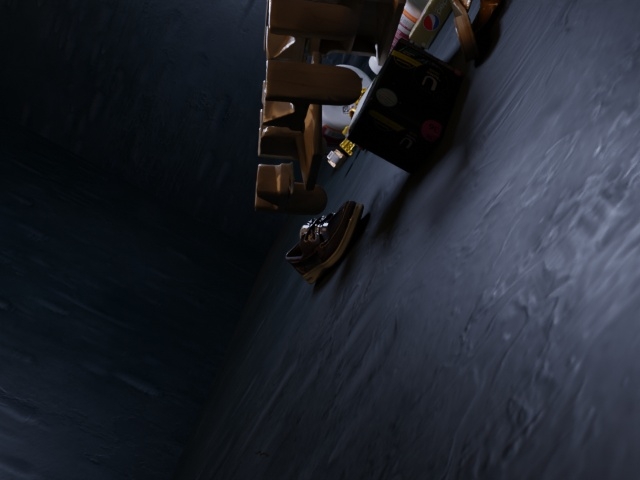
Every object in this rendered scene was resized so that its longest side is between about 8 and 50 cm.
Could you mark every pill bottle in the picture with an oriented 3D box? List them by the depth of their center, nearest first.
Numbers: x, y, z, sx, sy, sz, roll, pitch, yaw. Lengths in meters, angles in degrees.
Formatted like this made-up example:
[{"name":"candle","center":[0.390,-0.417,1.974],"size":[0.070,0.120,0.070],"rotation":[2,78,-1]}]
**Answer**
[{"name":"pill bottle","center":[0.227,-0.559,1.702],"size":[0.221,0.121,0.121],"rotation":[-55,9,45]},{"name":"pill bottle","center":[0.043,-0.431,2.161],"size":[0.224,0.224,0.392],"rotation":[-63,7,-15]}]

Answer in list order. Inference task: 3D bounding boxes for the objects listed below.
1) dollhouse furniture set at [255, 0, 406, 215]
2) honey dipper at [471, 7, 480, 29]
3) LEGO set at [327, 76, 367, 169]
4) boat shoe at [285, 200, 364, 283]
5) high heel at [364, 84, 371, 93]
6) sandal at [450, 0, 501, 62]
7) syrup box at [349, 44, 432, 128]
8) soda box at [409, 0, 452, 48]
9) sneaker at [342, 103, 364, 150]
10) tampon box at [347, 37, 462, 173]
[{"name":"dollhouse furniture set","center":[0.021,-0.289,1.137],"size":[0.362,0.256,0.394],"rotation":[107,165,-63]},{"name":"honey dipper","center":[0.283,-0.410,1.051],"size":[0.161,0.030,0.030],"rotation":[-62,6,12]},{"name":"LEGO set","center":[0.108,-0.359,1.897],"size":[0.107,0.132,0.287],"rotation":[-26,-57,-73]},{"name":"boat shoe","center":[0.000,0.000,1.254],"size":[0.103,0.092,0.285],"rotation":[-66,7,-31]},{"name":"high heel","center":[0.185,-0.425,1.569],"size":[0.261,0.093,0.186],"rotation":[-18,-49,-87]},{"name":"sandal","center":[0.254,-0.369,0.993],"size":[0.079,0.088,0.240],"rotation":[-15,41,18]},{"name":"syrup box","center":[0.156,-0.318,1.353],"size":[0.093,0.096,0.237],"rotation":[-68,10,-26]},{"name":"soda box","center":[0.294,-0.578,1.542],"size":[0.181,0.058,0.061],"rotation":[-58,7,33]},{"name":"sneaker","center":[0.136,-0.367,1.737],"size":[0.225,0.092,0.088],"rotation":[-64,7,-23]},{"name":"tampon box","center":[0.134,-0.215,0.980],"size":[0.101,0.120,0.161],"rotation":[-55,10,55]}]
